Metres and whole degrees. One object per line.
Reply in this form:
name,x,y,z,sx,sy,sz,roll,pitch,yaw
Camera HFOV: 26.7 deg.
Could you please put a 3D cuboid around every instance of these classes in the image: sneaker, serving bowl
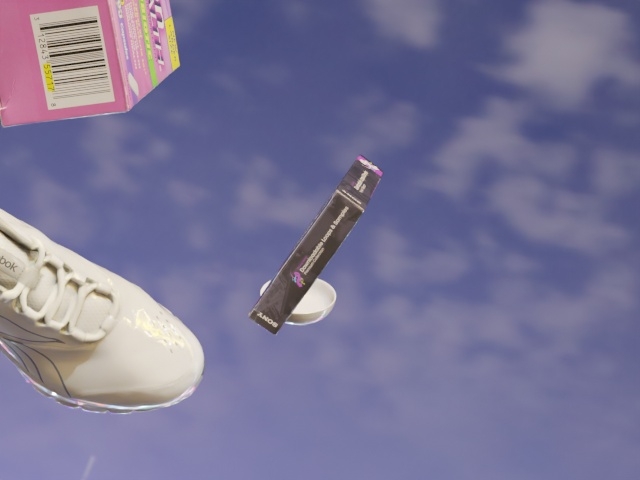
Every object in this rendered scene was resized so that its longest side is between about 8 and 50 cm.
sneaker,-0.225,0.043,1.029,0.297,0.111,0.129,26,-18,-4
serving bowl,-0.025,0.070,1.481,0.083,0.083,0.027,9,-61,10

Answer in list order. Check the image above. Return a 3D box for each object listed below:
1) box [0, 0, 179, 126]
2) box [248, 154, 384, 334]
box,-0.223,-0.236,1.238,0.117,0.243,0.213,-7,-75,6
box,0.000,0.000,1.022,0.029,0.162,0.116,35,-75,1
